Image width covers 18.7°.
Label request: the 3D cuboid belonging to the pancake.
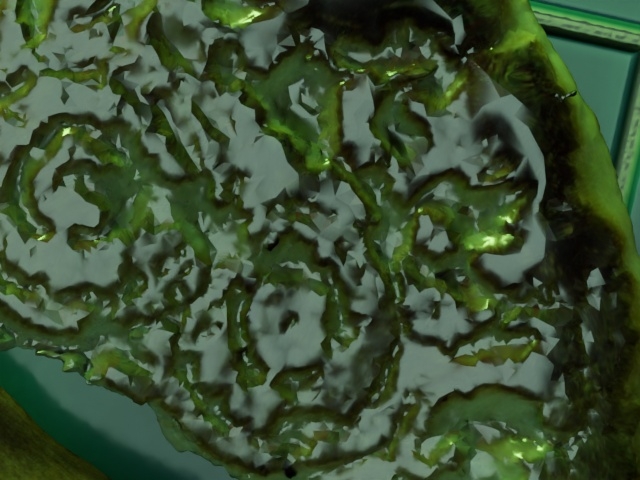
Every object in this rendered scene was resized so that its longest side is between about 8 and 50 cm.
[{"bbox_3d":[0.002,-0.005,0.950,0.427,0.067,0.305,34,88,-10],"label":"pancake"}]

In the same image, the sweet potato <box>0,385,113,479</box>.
[{"bbox_3d":[-0.144,0.130,0.946,0.292,0.097,0.097,37,92,-5],"label":"sweet potato"}]
